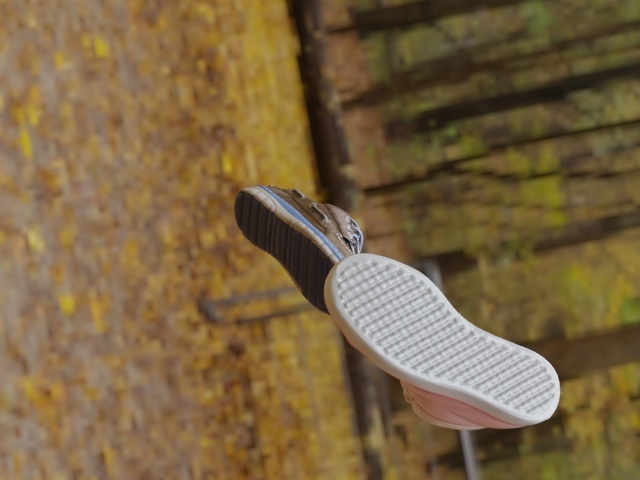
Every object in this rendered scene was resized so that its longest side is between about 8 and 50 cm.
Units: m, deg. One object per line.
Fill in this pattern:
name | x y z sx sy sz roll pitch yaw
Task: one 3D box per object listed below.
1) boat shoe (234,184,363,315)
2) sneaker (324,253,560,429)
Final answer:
boat shoe | 0.000 0.000 1.668 0.183 0.066 0.066 44 -41 40
sneaker | 0.046 0.055 0.954 0.070 0.134 0.051 -21 -137 60
